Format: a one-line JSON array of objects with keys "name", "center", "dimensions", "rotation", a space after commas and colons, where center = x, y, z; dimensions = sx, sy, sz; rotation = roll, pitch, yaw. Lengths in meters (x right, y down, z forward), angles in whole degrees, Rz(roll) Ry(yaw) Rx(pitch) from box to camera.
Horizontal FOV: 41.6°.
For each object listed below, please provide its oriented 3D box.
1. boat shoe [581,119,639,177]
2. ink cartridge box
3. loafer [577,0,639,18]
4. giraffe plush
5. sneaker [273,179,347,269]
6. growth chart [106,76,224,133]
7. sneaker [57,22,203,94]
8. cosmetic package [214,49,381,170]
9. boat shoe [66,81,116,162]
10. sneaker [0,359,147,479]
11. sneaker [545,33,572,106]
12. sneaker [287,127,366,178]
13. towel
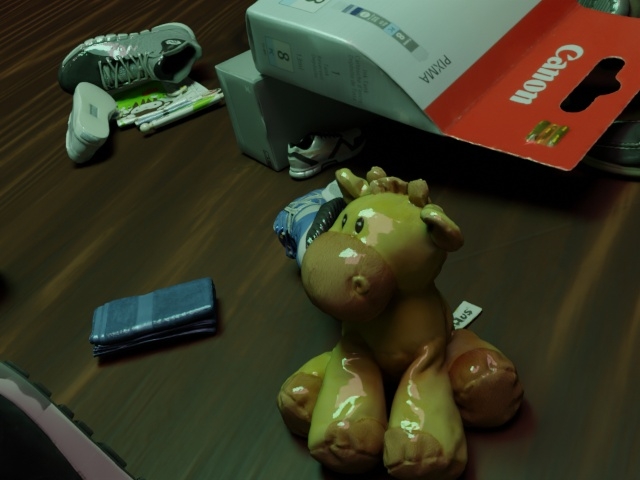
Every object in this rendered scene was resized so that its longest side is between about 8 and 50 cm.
[{"name": "boat shoe", "center": [0.353, -0.102, 0.802], "dimensions": [0.223, 0.073, 0.080], "rotation": [11, 40, 36]}, {"name": "ink cartridge box", "center": [0.161, -0.241, 0.914], "dimensions": [0.385, 0.091, 0.308], "rotation": [24, 51, 31]}, {"name": "loafer", "center": [0.379, -0.302, 1.115], "dimensions": [0.087, 0.094, 0.251], "rotation": [20, 31, -8]}, {"name": "giraffe plush", "center": [0.052, 0.043, 0.609], "dimensions": [0.181, 0.170, 0.210], "rotation": [5, 37, 29]}, {"name": "sneaker", "center": [0.000, 0.000, 0.787], "dimensions": [0.081, 0.080, 0.211], "rotation": [-22, 11, 12]}, {"name": "growth chart", "center": [-0.253, -0.217, 1.296], "dimensions": [0.172, 0.021, 0.237], "rotation": [-29, 33, -19]}, {"name": "sneaker", "center": [-0.288, -0.272, 1.300], "dimensions": [0.229, 0.086, 0.132], "rotation": [-24, 34, -13]}, {"name": "cosmetic package", "center": [0.000, -0.200, 1.060], "dimensions": [0.238, 0.127, 0.107], "rotation": [-27, 35, -22]}, {"name": "boat shoe", "center": [-0.337, -0.170, 1.221], "dimensions": [0.063, 0.066, 0.184], "rotation": [-50, 33, 20]}, {"name": "sneaker", "center": [-0.158, 0.165, 0.439], "dimensions": [0.124, 0.283, 0.107], "rotation": [-52, 5, -38]}, {"name": "sneaker", "center": [0.211, -0.234, 1.049], "dimensions": [0.118, 0.107, 0.279], "rotation": [-19, 31, 3]}, {"name": "sneaker", "center": [0.008, -0.112, 0.997], "dimensions": [0.109, 0.043, 0.040], "rotation": [-29, 32, -25]}, {"name": "towel", "center": [-0.154, 0.072, 0.788], "dimensions": [0.119, 0.029, 0.067], "rotation": [-15, 32, 2]}]
